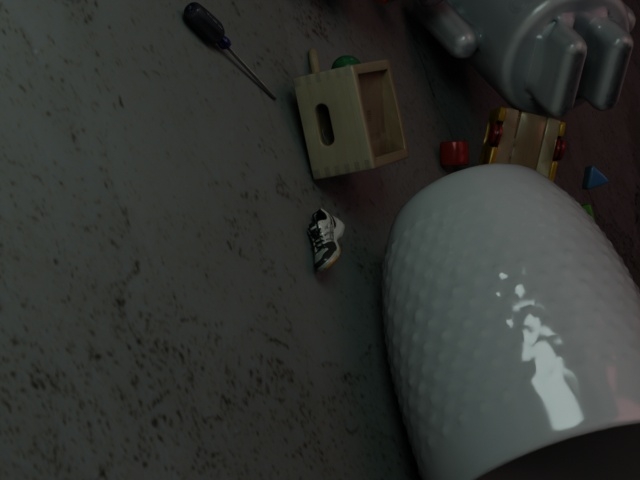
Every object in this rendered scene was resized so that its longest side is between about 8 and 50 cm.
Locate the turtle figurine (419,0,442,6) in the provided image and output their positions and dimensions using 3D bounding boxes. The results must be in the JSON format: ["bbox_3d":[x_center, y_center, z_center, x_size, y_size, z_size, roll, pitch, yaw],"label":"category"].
[{"bbox_3d":[0.083,-0.406,2.007,0.234,0.118,0.175,63,-4,-31],"label":"turtle figurine"}]

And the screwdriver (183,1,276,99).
[{"bbox_3d":[-0.088,-0.189,1.613,0.025,0.024,0.170,49,4,36],"label":"screwdriver"}]

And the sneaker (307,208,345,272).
[{"bbox_3d":[0.000,0.000,1.626,0.037,0.032,0.083,42,28,-20],"label":"sneaker"}]

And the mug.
[{"bbox_3d":[0.202,0.121,1.700,0.374,0.276,0.328,87,-13,-63],"label":"mug"}]

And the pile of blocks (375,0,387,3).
[{"bbox_3d":[-0.022,-0.344,1.800,0.362,0.149,0.112,15,100,-50],"label":"pile of blocks"}]

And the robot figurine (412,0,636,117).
[{"bbox_3d":[0.277,-0.303,2.154,0.300,0.199,0.353,-7,38,-27],"label":"robot figurine"}]

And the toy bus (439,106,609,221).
[{"bbox_3d":[0.249,-0.075,2.091,0.191,0.202,0.104,59,-5,-4],"label":"toy bus"}]

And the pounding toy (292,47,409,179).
[{"bbox_3d":[0.022,-0.144,1.726,0.130,0.100,0.141,-22,100,-65],"label":"pounding toy"}]
